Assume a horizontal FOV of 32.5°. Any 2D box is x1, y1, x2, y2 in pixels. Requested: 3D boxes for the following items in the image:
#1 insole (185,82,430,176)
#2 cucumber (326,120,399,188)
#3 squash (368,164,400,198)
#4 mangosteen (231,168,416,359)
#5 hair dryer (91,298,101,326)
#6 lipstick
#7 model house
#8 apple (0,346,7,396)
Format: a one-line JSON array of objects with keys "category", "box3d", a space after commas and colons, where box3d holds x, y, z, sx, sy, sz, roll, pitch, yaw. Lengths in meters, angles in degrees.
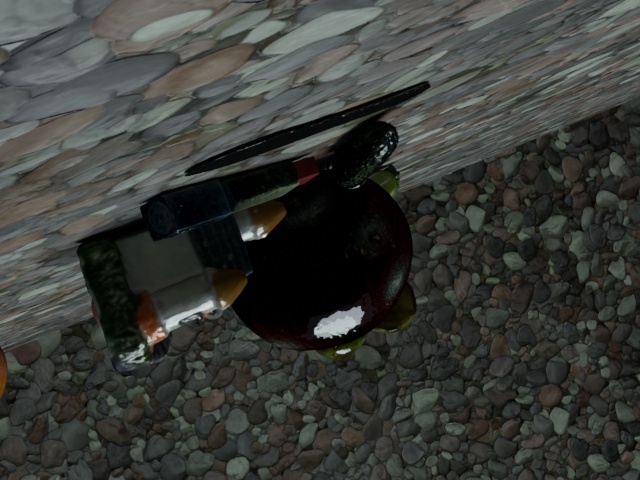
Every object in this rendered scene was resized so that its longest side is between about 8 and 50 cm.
[{"category": "insole", "box3d": [-0.011, -0.129, 1.279, 0.322, 0.007, 0.109, -22, 180, -20]}, {"category": "cucumber", "box3d": [0.057, -0.117, 1.534, 0.067, 0.067, 0.245, -22, 178, -11]}, {"category": "squash", "box3d": [0.136, -0.119, 2.367, 0.132, 0.105, 0.105, -36, -174, -32]}, {"category": "mangosteen", "box3d": [0.003, 0.043, 1.774, 0.330, 0.330, 0.330, -22, 178, -1]}, {"category": "hair dryer", "box3d": [-0.290, 0.062, 2.290, 0.352, 0.125, 0.210, -34, -175, -41]}, {"category": "lipstick", "box3d": [-0.104, -0.061, 1.443, 0.051, 0.051, 0.312, -25, 178, 39]}, {"category": "model house", "box3d": [-0.174, 0.045, 1.574, 0.300, 0.190, 0.271, -23, 177, -2]}, {"category": "apple", "box3d": [-0.646, 0.238, 1.903, 0.209, 0.164, 0.209, -25, 179, 0]}]
